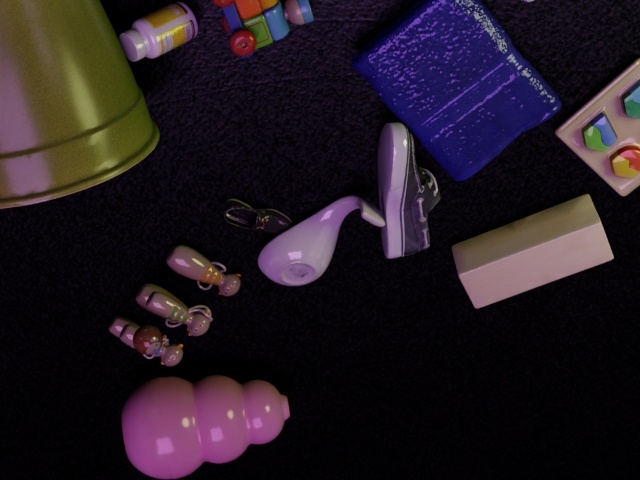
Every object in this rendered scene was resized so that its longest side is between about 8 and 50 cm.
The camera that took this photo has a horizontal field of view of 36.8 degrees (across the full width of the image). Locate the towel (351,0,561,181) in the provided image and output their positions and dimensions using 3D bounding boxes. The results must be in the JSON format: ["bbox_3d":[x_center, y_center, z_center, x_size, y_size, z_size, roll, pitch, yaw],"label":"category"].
[{"bbox_3d":[0.225,-0.266,1.598,0.227,0.076,0.308,-37,119,18],"label":"towel"}]

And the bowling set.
[{"bbox_3d":[-0.284,0.172,1.816,0.154,0.200,0.287,31,122,-22],"label":"bowling set"}]

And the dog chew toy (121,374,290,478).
[{"bbox_3d":[-0.228,0.364,1.950,0.331,0.206,0.207,-10,124,-4],"label":"dog chew toy"}]

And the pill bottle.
[{"bbox_3d":[-0.256,-0.326,1.513,0.116,0.065,0.065,-35,131,-32],"label":"pill bottle"}]

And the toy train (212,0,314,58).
[{"bbox_3d":[-0.108,-0.414,1.466,0.143,0.105,0.248,-21,128,0],"label":"toy train"}]

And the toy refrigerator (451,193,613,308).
[{"bbox_3d":[0.389,0.019,1.782,0.269,0.094,0.102,-22,129,14],"label":"toy refrigerator"}]

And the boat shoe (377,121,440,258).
[{"bbox_3d":[0.159,-0.087,1.688,0.102,0.108,0.301,-9,133,-4],"label":"boat shoe"}]

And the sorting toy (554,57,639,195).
[{"bbox_3d":[0.544,-0.189,1.672,0.208,0.038,0.193,36,116,-23],"label":"sorting toy"}]

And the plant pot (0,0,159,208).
[{"bbox_3d":[-0.456,-0.284,1.420,0.366,0.366,0.353,-7,117,4],"label":"plant pot"}]

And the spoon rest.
[{"bbox_3d":[0.000,0.000,1.773,0.137,0.084,0.276,29,131,-36],"label":"spoon rest"}]

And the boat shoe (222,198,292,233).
[{"bbox_3d":[-0.116,-0.037,1.764,0.133,0.042,0.049,18,120,-14],"label":"boat shoe"}]
